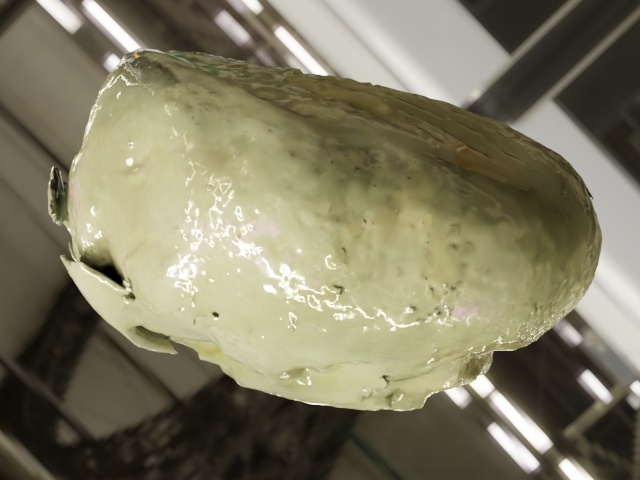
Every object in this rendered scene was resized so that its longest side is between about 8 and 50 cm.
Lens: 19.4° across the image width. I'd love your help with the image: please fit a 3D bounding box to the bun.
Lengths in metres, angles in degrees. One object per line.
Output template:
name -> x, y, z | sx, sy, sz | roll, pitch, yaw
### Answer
bun -> 0.000, 0.000, 0.805 | 0.239, 0.141, 0.239 | 13, -176, -1
